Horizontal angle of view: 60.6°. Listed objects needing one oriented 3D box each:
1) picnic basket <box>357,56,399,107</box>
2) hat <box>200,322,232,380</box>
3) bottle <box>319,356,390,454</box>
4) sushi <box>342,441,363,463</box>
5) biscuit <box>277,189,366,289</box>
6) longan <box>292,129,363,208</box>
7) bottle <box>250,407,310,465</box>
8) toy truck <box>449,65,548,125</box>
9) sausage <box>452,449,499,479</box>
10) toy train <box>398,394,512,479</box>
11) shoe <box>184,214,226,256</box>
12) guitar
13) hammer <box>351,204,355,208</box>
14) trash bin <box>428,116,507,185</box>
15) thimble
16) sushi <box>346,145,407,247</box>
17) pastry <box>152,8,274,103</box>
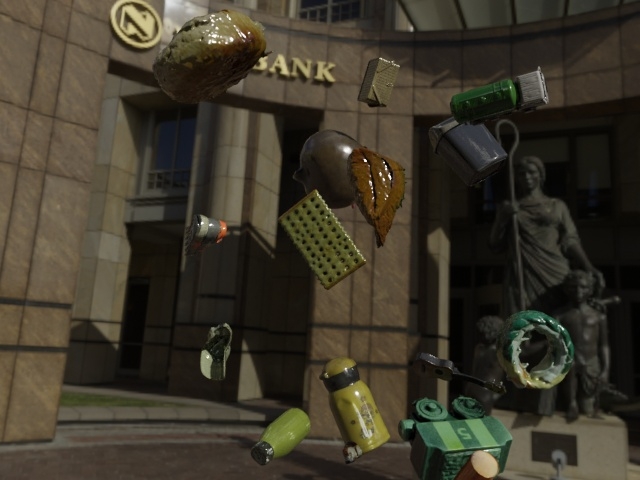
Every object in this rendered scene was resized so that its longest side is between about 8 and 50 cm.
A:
[{"bbox_3d":[0.199,-0.547,1.900,0.080,0.164,0.115,15,7,-17],"label":"picnic basket"},{"bbox_3d":[-0.295,0.330,1.621,0.122,0.166,0.081,-10,-11,34],"label":"hat"},{"bbox_3d":[0.120,0.611,2.062,0.172,0.351,0.171,-21,-9,-4],"label":"bottle"},{"bbox_3d":[0.086,0.574,1.492,0.044,0.046,0.083,-24,-13,17],"label":"sushi"},{"bbox_3d":[0.000,0.000,1.393,0.139,0.231,0.016,-37,-11,15],"label":"biscuit"},{"bbox_3d":[0.047,-0.261,2.014,0.301,0.300,0.243,4,-5,-5],"label":"longan"},{"bbox_3d":[-0.134,0.652,1.807,0.112,0.112,0.260,-3,6,27],"label":"bottle"},{"bbox_3d":[0.470,-0.375,1.449,0.243,0.101,0.125,-11,0,25],"label":"toy truck"},{"bbox_3d":[0.360,0.610,1.350,0.071,0.071,0.234,6,-51,-14],"label":"sausage"},{"bbox_3d":[0.379,0.566,1.547,0.299,0.166,0.238,-1,22,-11],"label":"toy train"},{"bbox_3d":[-0.270,-0.005,1.273,0.077,0.074,0.194,6,-18,-20],"label":"shoe"},{"bbox_3d":[0.405,0.391,1.596,0.271,0.038,0.083,11,-47,23],"label":"guitar"},{"bbox_3d":[0.124,-0.155,2.152,0.031,0.052,0.083,18,-35,26],"label":"hammer"},{"bbox_3d":[0.595,-0.383,2.225,0.210,0.290,0.182,-28,-21,-16],"label":"trash bin"},{"bbox_3d":[0.787,0.409,2.033,0.254,0.288,0.167,22,2,8],"label":"thimble"},{"bbox_3d":[0.155,-0.137,1.413,0.149,0.287,0.140,-21,-19,4],"label":"sushi"},{"bbox_3d":[-0.298,-0.481,1.473,0.330,0.136,0.329,-34,0,0],"label":"pastry"}]
